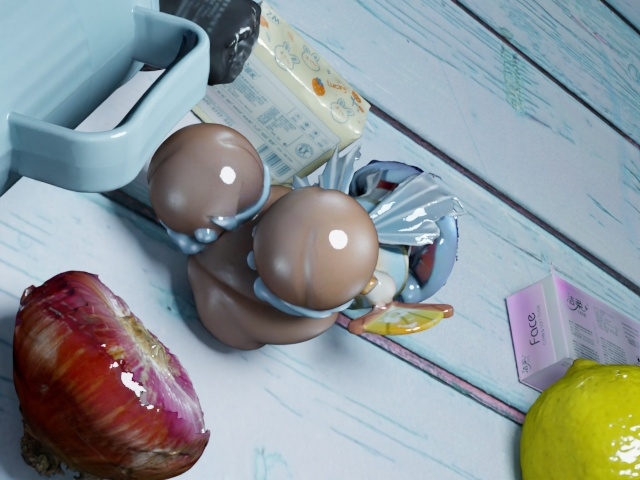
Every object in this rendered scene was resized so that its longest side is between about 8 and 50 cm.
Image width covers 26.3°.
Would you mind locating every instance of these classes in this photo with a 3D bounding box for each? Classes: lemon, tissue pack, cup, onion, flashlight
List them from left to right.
[{"bbox_3d":[-0.303,-0.152,1.244,0.331,0.257,0.311,40,38,-6],"label":"cup"},{"bbox_3d":[-0.261,-0.285,1.398,0.424,0.103,0.103,26,37,3],"label":"flashlight"},{"bbox_3d":[-0.209,0.142,1.248,0.230,0.163,0.230,46,4,-4],"label":"onion"},{"bbox_3d":[-0.059,-0.175,1.679,0.196,0.148,0.092,43,33,-22],"label":"tissue pack"},{"bbox_3d":[0.391,0.164,2.039,0.246,0.092,0.148,27,46,-38],"label":"tissue pack"},{"bbox_3d":[0.385,0.291,1.798,0.267,0.267,0.267,32,42,-34],"label":"lemon"}]

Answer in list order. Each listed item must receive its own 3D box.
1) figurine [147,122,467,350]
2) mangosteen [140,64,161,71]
[{"bbox_3d":[0.001,0.001,1.537,0.276,0.248,0.388,29,26,29],"label":"figurine"},{"bbox_3d":[-0.225,-0.303,1.528,0.250,0.211,0.211,22,47,-24],"label":"mangosteen"}]
